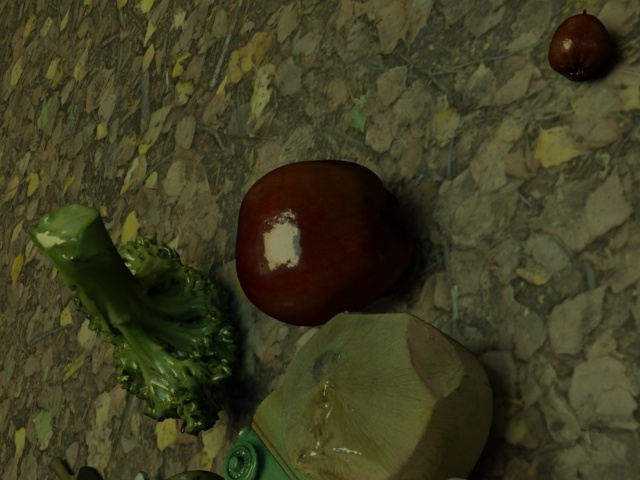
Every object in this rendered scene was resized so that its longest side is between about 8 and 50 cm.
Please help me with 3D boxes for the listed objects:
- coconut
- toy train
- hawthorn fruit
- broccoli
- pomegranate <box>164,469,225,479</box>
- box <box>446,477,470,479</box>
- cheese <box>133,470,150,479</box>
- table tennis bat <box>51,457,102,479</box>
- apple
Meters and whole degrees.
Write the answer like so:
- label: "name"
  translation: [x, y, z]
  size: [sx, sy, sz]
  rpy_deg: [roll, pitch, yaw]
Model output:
- label: "coconut"
  translation: [0.063, 0.185, 0.981]
  size: [0.227, 0.230, 0.227]
  rpy_deg: [-24, 50, 32]
- label: "toy train"
  translation: [-0.013, 0.310, 1.152]
  size: [0.177, 0.116, 0.285]
  rpy_deg: [-53, 39, 3]
- label: "hawthorn fruit"
  translation: [0.296, -0.221, 1.008]
  size: [0.077, 0.077, 0.077]
  rpy_deg: [-23, 59, 44]
- label: "broccoli"
  translation: [-0.307, 0.083, 1.384]
  size: [0.353, 0.397, 0.275]
  rpy_deg: [-5, 47, 54]
- label: "pomegranate"
  translation: [-0.205, 0.430, 1.215]
  size: [0.214, 0.247, 0.214]
  rpy_deg: [-14, 71, 49]
- label: "box"
  translation: [0.161, 0.349, 0.841]
  size: [0.291, 0.262, 0.206]
  rpy_deg: [-2, 61, 60]
- label: "cheese"
  translation: [-0.362, 0.501, 1.519]
  size: [0.163, 0.070, 0.249]
  rpy_deg: [15, 88, 51]
- label: "table tennis bat"
  translation: [-0.469, 0.492, 1.695]
  size: [0.246, 0.022, 0.138]
  rpy_deg: [29, 99, 50]
- label: "apple"
  translation: [0.000, -0.002, 1.170]
  size: [0.234, 0.234, 0.234]
  rpy_deg: [-23, 59, 44]
